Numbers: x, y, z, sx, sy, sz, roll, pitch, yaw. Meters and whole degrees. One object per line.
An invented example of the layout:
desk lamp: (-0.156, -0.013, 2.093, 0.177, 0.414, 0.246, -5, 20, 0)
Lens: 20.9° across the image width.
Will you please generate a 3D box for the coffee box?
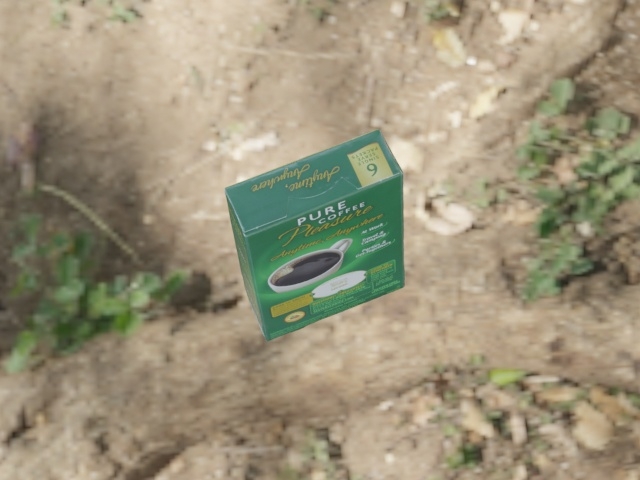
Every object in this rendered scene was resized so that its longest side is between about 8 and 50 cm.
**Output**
coffee box: (0.000, 0.000, 1.170, 0.113, 0.184, 0.040, -22, 66, -5)
